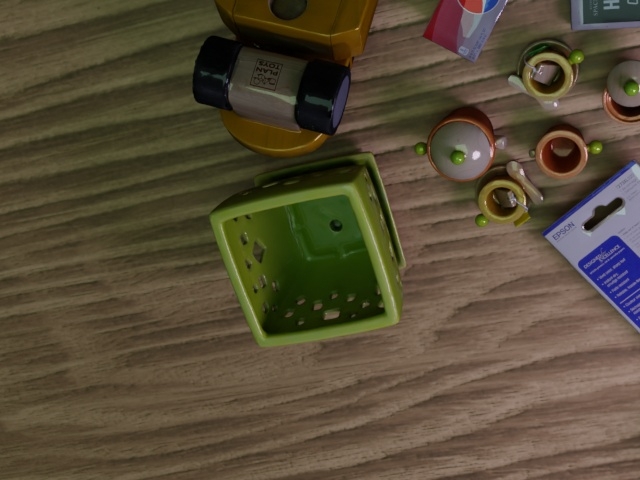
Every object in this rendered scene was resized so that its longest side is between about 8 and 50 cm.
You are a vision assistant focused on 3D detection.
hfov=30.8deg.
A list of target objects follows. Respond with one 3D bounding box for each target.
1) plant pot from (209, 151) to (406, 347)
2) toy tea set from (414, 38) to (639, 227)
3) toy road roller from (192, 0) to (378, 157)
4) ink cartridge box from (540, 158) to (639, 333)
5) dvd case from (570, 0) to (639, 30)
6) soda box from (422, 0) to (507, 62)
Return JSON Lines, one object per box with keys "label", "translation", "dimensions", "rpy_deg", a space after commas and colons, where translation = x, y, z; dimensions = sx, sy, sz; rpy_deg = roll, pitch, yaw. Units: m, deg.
{"label": "plant pot", "translation": [0.000, 0.000, 1.696], "dimensions": [0.227, 0.207, 0.228], "rpy_deg": [-11, 110, 19]}
{"label": "toy tea set", "translation": [0.298, -0.151, 1.592], "dimensions": [0.200, 0.124, 0.336], "rpy_deg": [46, 117, -8]}
{"label": "toy road roller", "translation": [-0.035, -0.276, 1.614], "dimensions": [0.202, 0.240, 0.329], "rpy_deg": [14, 80, 9]}
{"label": "ink cartridge box", "translation": [0.508, 0.056, 1.665], "dimensions": [0.371, 0.069, 0.176], "rpy_deg": [43, 118, -9]}
{"label": "dvd case", "translation": [0.444, -0.368, 1.508], "dimensions": [0.238, 0.029, 0.179], "rpy_deg": [-1, 113, 15]}
{"label": "soda box", "translation": [0.231, -0.373, 1.526], "dimensions": [0.083, 0.092, 0.263], "rpy_deg": [28, 118, 3]}
